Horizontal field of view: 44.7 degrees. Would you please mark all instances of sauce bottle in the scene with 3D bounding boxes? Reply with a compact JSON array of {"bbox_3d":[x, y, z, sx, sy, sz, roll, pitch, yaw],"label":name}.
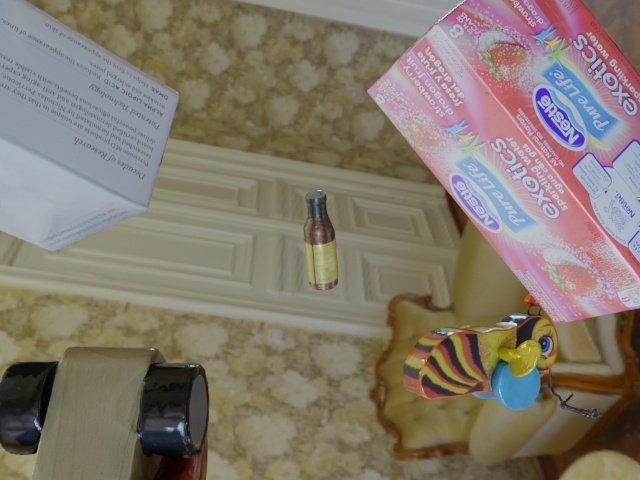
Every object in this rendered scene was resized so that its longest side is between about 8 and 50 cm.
[{"bbox_3d":[0.000,0.000,0.981,0.042,0.042,0.128,-93,0,-63],"label":"sauce bottle"}]

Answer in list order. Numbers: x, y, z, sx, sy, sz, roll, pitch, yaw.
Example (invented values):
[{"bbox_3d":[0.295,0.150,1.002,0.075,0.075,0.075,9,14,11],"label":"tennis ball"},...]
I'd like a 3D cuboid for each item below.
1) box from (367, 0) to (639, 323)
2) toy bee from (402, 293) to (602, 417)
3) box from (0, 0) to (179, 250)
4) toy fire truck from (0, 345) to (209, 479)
[{"bbox_3d":[0.209,-0.087,0.722,0.154,0.300,0.142,-42,4,-25],"label":"box"},{"bbox_3d":[0.257,0.149,1.089,0.195,0.298,0.162,5,85,47],"label":"toy bee"},{"bbox_3d":[-0.250,-0.091,0.652,0.181,0.182,0.119,-16,55,45],"label":"box"},{"bbox_3d":[-0.106,0.210,0.513,0.246,0.159,0.217,82,-171,-58],"label":"toy fire truck"}]
